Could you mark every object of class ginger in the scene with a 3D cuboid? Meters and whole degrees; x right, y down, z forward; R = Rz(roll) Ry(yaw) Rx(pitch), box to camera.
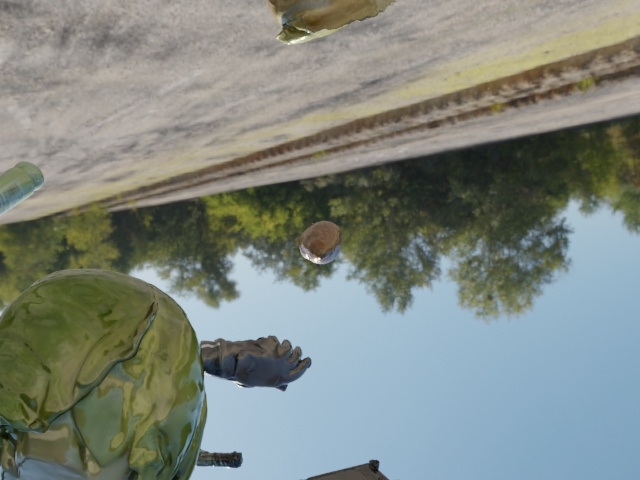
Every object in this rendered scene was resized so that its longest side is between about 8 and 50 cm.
[{"bbox_3d":[0.010,-0.339,0.773,0.193,0.122,0.115,-31,-165,-36],"label":"ginger"}]

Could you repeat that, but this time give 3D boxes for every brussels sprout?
[{"bbox_3d":[-0.348,0.235,0.934,0.343,0.425,0.361,13,-137,1],"label":"brussels sprout"}]

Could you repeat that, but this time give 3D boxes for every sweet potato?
[{"bbox_3d":[0.001,0.002,0.774,0.058,0.055,0.202,-13,-177,-4],"label":"sweet potato"}]

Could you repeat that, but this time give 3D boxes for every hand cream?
[{"bbox_3d":[-0.907,-0.113,1.614,0.147,0.093,0.306,-50,-172,43],"label":"hand cream"}]

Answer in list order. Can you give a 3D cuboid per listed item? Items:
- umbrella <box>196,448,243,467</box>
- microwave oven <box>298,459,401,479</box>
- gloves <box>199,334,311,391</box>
[{"bbox_3d":[-0.292,0.558,1.477,0.188,0.050,0.046,-2,144,9],"label":"umbrella"},{"bbox_3d":[0.037,0.583,1.188,0.247,0.178,0.188,-5,-175,-18],"label":"microwave oven"},{"bbox_3d":[-0.140,0.270,1.263,0.286,0.142,0.119,3,-162,-38],"label":"gloves"}]
